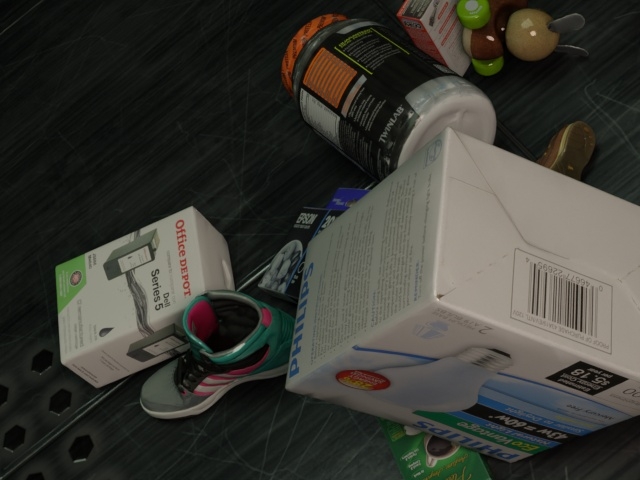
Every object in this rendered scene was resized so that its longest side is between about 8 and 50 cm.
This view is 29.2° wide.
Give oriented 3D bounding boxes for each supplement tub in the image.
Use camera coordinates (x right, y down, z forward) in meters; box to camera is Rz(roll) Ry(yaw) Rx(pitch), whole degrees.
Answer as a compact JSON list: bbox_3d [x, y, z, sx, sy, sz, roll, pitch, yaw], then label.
[{"bbox_3d":[0.097,-0.216,1.928,0.207,0.207,0.338,-45,50,-3],"label":"supplement tub"}]

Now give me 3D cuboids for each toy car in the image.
[{"bbox_3d":[0.328,-0.339,1.922,0.188,0.155,0.149,15,68,25],"label":"toy car"}]

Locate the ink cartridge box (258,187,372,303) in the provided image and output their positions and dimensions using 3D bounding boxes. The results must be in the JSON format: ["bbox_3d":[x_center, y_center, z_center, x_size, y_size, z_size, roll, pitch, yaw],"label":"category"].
[{"bbox_3d":[0.000,0.000,1.875,0.208,0.045,0.206,-60,19,-8],"label":"ink cartridge box"}]

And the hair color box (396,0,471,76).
[{"bbox_3d":[0.195,-0.343,1.979,0.053,0.167,0.093,19,71,37],"label":"hair color box"}]

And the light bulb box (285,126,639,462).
[{"bbox_3d":[0.199,0.086,1.494,0.361,0.358,0.225,-40,35,55],"label":"light bulb box"}]

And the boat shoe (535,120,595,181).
[{"bbox_3d":[0.346,-0.095,1.812,0.060,0.064,0.178,-9,49,62],"label":"boat shoe"}]

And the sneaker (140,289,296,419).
[{"bbox_3d":[-0.177,0.169,1.851,0.295,0.178,0.123,-25,51,13],"label":"sneaker"}]

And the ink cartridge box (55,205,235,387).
[{"bbox_3d":[-0.286,0.092,2.003,0.273,0.115,0.198,-24,52,14],"label":"ink cartridge box"}]

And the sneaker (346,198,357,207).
[{"bbox_3d":[0.089,0.014,1.841,0.106,0.123,0.290,-31,49,10],"label":"sneaker"}]

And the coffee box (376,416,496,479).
[{"bbox_3d":[0.157,0.286,1.680,0.113,0.040,0.184,-32,50,8],"label":"coffee box"}]
